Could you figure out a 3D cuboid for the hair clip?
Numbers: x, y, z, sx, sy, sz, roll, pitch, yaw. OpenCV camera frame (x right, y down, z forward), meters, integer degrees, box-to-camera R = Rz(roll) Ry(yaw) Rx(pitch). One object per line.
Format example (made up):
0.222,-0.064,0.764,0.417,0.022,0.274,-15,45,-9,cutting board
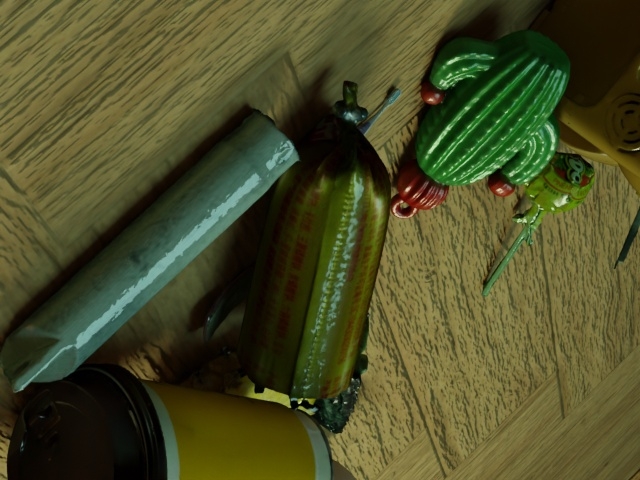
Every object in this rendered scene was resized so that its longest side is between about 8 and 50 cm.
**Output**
-0.069,0.049,1.522,0.137,0.022,0.054,-37,154,-25,hair clip

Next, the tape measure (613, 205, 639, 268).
0.418,-0.117,1.969,0.164,0.084,0.330,-1,127,-54,tape measure

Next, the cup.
-0.131,0.213,1.406,0.280,0.196,0.196,9,121,-43,cup

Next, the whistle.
-0.146,0.013,1.305,0.312,0.062,0.062,-44,154,-9,whistle

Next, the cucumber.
0.011,0.141,1.712,0.193,0.086,0.115,89,6,-61,cucumber

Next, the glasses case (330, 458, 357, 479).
-0.075,0.366,1.858,0.297,0.113,0.075,-34,150,-28,glasses case

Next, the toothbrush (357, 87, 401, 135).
0.032,-0.096,1.484,0.131,0.011,0.013,-48,167,0,toothbrush

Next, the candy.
0.253,-0.016,1.897,0.073,0.077,0.262,-54,174,-43,candy

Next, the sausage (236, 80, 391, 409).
-0.001,0.001,1.431,0.125,0.117,0.317,-59,163,-57,sausage

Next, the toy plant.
0.165,-0.108,1.557,0.155,0.088,0.240,4,131,-10,toy plant

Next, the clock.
0.369,-0.154,1.580,0.200,0.317,0.244,14,117,-54,clock

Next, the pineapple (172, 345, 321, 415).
-0.097,0.180,1.595,0.225,0.076,0.225,-28,145,-21,pineapple
